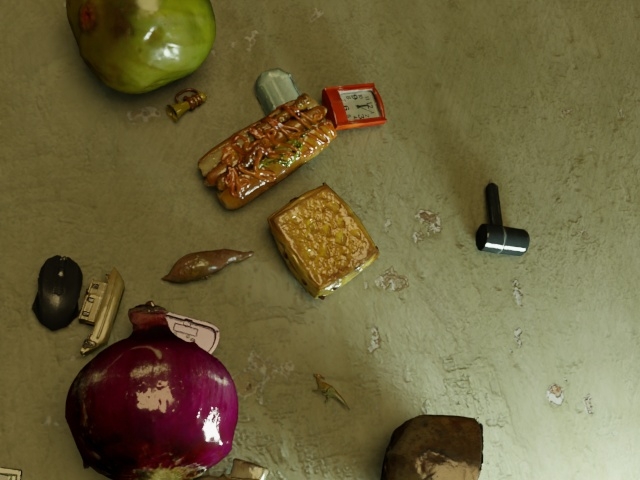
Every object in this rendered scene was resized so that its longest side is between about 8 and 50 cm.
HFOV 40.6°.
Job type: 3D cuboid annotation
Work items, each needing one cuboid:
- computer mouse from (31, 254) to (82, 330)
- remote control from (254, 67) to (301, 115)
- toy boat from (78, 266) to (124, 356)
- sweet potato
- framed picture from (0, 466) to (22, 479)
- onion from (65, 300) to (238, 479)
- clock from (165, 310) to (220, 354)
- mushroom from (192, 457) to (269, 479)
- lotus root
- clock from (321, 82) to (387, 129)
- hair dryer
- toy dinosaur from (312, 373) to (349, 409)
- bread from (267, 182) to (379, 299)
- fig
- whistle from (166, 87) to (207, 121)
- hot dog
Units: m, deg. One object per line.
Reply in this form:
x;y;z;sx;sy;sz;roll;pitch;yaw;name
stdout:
-0.559;0.106;1.846;0.099;0.057;0.172;9;67;-17;computer mouse
-0.079;-0.321;2.161;0.104;0.052;0.247;-25;81;-19;remote control
-0.477;0.152;1.857;0.077;0.057;0.201;15;67;-6;toy boat
-0.250;0.050;1.962;0.226;0.068;0.068;-17;76;-23;sweet potato
-0.696;0.561;1.659;0.192;0.018;0.266;11;67;-14;framed picture
-0.334;0.285;1.709;0.347;0.348;0.385;-1;58;-18;onion
-0.303;0.222;1.887;0.152;0.050;0.110;17;66;-10;clock
-0.153;0.541;1.741;0.253;0.189;0.195;22;68;-12;mushroom
0.223;0.489;1.862;0.192;0.272;0.272;14;67;-3;lotus root
0.085;-0.338;2.214;0.155;0.061;0.113;-11;74;-24;clock
0.460;-0.065;2.233;0.124;0.071;0.219;6;60;-17;hair dryer
0.020;0.347;1.954;0.113;0.026;0.041;46;46;13;toy dinosaur
0.000;0.000;2.043;0.210;0.099;0.235;-35;89;-23;bread
-0.396;-0.508;1.994;0.343;0.343;0.344;6;69;-15;fig
-0.327;-0.333;2.102;0.109;0.057;0.046;-40;130;-34;whistle
-0.121;-0.215;2.042;0.348;0.117;0.158;-34;83;-12;hot dog
